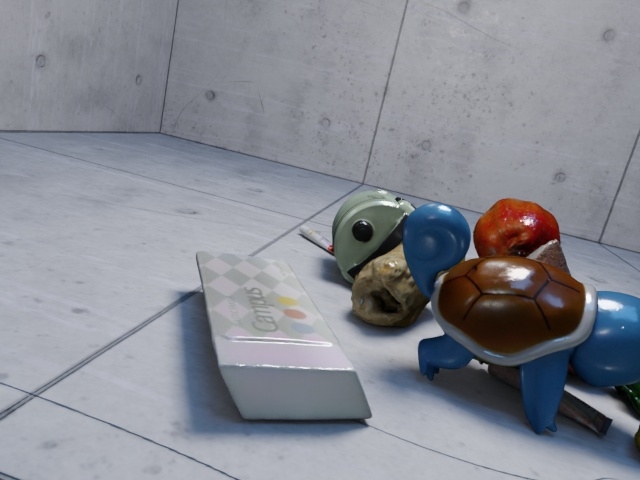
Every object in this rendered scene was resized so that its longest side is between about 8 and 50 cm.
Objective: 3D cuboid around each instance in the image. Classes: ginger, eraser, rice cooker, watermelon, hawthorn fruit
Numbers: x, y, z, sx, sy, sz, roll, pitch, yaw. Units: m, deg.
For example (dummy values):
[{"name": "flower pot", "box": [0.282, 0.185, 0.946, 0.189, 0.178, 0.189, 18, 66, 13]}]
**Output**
[{"name": "ginger", "box": [0.171, 0.062, 1.019, 0.130, 0.221, 0.276, 31, 13, 27]}, {"name": "eraser", "box": [-0.078, 0.124, 0.786, 0.213, 0.082, 0.397, 7, 15, -20]}, {"name": "rice cooker", "box": [0.137, -0.004, 1.211, 0.226, 0.226, 0.244, 13, 11, -1]}, {"name": "watermelon", "box": [0.572, 0.110, 1.308, 0.207, 0.202, 0.136, 13, 53, 8]}, {"name": "hawthorn fruit", "box": [0.572, 0.004, 1.505, 0.254, 0.254, 0.300, 18, 18, 21]}]

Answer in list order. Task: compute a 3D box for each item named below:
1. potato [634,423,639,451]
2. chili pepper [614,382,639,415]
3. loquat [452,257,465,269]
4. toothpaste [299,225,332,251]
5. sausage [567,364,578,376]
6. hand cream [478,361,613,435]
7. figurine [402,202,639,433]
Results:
[{"name": "potato", "box": [0.525, 0.275, 0.742, 0.188, 0.085, 0.105, -4, 20, -36]}, {"name": "chili pepper", "box": [0.601, 0.270, 0.872, 0.216, 0.062, 0.108, 15, 14, 2]}, {"name": "loquat", "box": [0.292, 0.029, 1.358, 0.204, 0.149, 0.172, 6, 8, 38]}, {"name": "toothpaste", "box": [0.000, 0.000, 1.450, 0.048, 0.031, 0.190, 5, 18, -40]}, {"name": "sausage", "box": [0.439, 0.168, 0.972, 0.254, 0.148, 0.148, 23, 17, 32]}, {"name": "hand cream", "box": [0.356, 0.239, 0.822, 0.210, 0.043, 0.067, 28, 20, 33]}, {"name": "figurine", "box": [0.298, 0.111, 0.815, 0.416, 0.243, 0.298, 28, 34, 8]}]
